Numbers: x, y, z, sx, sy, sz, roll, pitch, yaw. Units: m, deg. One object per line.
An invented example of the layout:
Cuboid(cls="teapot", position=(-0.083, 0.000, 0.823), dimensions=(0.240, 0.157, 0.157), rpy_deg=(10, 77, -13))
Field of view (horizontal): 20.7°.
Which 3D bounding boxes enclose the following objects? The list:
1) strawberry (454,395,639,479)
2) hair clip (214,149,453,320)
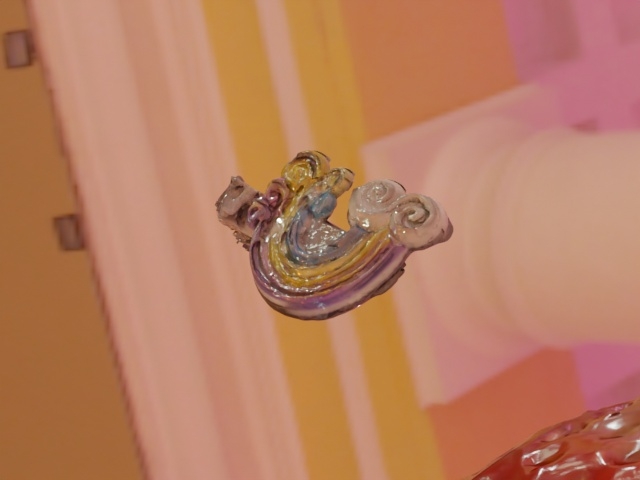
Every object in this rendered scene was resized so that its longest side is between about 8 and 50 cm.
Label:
Cuboid(cls="strawberry", position=(0.185, 0.131, 0.821), dimensions=(0.265, 0.336, 0.149), rpy_deg=(-74, -27, -64))
Cuboid(cls="hair clip", position=(0.000, 0.000, 1.196), dimensions=(0.049, 0.172, 0.116), rpy_deg=(41, -105, -49))
